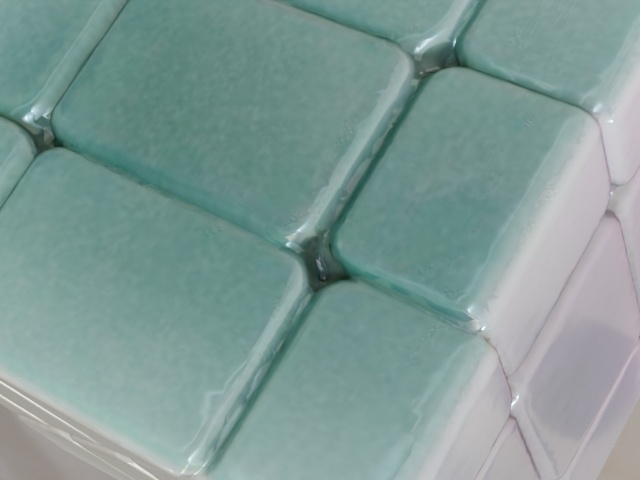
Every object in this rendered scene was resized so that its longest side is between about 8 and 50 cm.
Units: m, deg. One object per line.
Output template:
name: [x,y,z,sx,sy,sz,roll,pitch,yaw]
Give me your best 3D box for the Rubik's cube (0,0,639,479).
Rubik's cube: [0.000,0.000,0.747,0.315,0.322,0.319,-60,155,-15]
